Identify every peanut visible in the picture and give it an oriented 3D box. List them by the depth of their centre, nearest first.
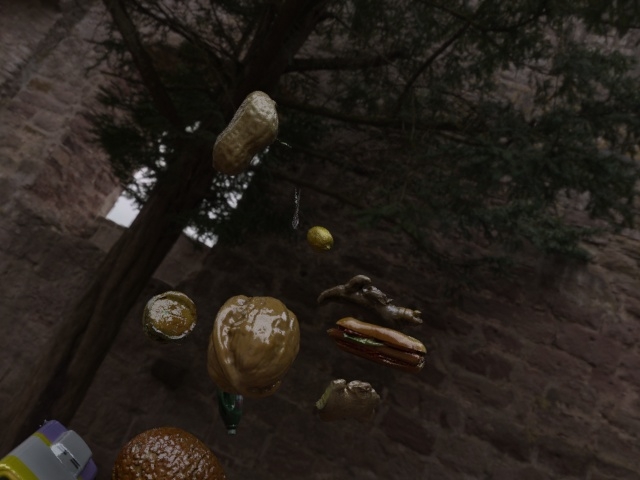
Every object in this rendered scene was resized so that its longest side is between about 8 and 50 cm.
[{"bbox_3d":[-0.223,-0.332,1.561,0.159,0.291,0.143,20,-17,47],"label":"peanut"}]

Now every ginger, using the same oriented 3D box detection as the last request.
[{"bbox_3d":[0.085,0.412,1.270,0.213,0.137,0.074,26,28,-33],"label":"ginger"},{"bbox_3d":[0.166,0.208,1.620,0.333,0.166,0.080,28,21,12],"label":"ginger"}]

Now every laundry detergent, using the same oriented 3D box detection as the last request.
[{"bbox_3d":[-0.290,0.505,1.592,0.063,0.211,0.137,-11,-27,13],"label":"laundry detergent"}]

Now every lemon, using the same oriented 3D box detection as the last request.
[{"bbox_3d":[0.000,0.000,1.669,0.111,0.082,0.082,46,-5,36],"label":"lemon"}]

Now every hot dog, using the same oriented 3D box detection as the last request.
[{"bbox_3d":[0.120,0.234,1.119,0.235,0.062,0.092,10,-68,27],"label":"hot dog"}]

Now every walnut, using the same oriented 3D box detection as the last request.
[{"bbox_3d":[-0.166,0.257,1.218,0.224,0.257,0.257,-26,-48,27],"label":"walnut"}]

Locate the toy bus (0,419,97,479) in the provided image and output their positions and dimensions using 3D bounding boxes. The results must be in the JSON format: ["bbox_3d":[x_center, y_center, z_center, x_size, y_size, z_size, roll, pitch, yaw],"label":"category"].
[{"bbox_3d":[-0.671,0.575,1.127,0.209,0.249,0.440,51,-17,-3],"label":"toy bus"}]

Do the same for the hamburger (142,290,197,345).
[{"bbox_3d":[-0.497,0.261,1.639,0.113,0.177,0.186,-27,-97,44],"label":"hamburger"}]

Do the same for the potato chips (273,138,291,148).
[{"bbox_3d":[-0.187,-0.375,1.872,0.091,0.028,0.207,9,2,25],"label":"potato chips"}]

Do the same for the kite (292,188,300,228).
[{"bbox_3d":[-0.101,-0.142,2.111,0.012,0.250,0.229,5,-43,-11],"label":"kite"}]

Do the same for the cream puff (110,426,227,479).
[{"bbox_3d":[-0.387,0.619,1.242,0.303,0.212,0.303,10,-61,18],"label":"cream puff"}]
